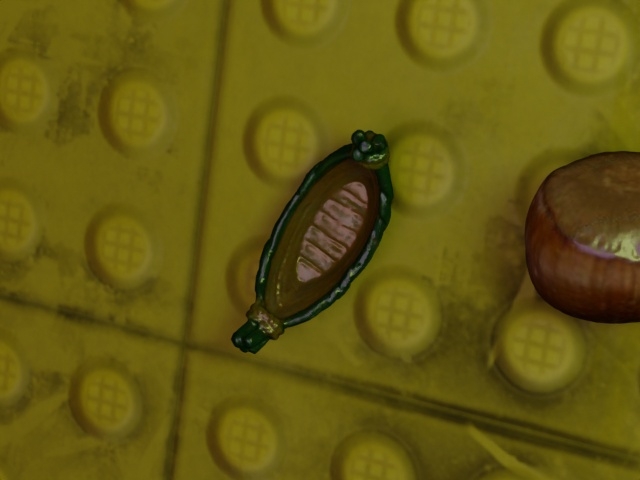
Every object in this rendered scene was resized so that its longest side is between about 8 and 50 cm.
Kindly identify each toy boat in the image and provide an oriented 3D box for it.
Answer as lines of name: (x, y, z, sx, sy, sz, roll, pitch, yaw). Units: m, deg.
toy boat: (0.000, 0.000, 1.263, 0.089, 0.088, 0.230, 35, 109, 14)

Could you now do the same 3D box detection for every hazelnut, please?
hazelnut: (0.233, 0.006, 1.142, 0.150, 0.150, 0.150, 4, 100, 23)
